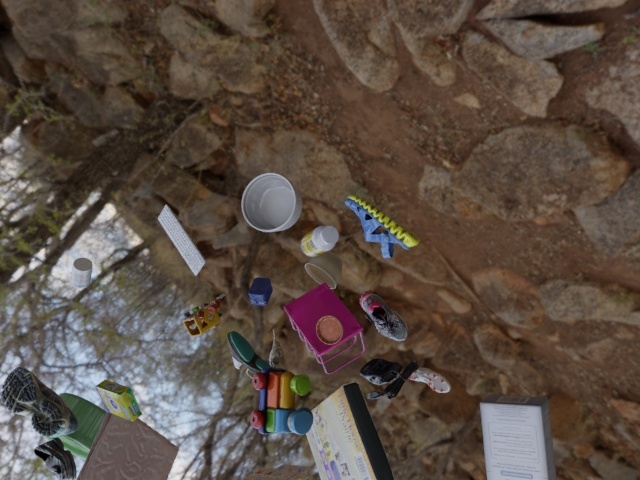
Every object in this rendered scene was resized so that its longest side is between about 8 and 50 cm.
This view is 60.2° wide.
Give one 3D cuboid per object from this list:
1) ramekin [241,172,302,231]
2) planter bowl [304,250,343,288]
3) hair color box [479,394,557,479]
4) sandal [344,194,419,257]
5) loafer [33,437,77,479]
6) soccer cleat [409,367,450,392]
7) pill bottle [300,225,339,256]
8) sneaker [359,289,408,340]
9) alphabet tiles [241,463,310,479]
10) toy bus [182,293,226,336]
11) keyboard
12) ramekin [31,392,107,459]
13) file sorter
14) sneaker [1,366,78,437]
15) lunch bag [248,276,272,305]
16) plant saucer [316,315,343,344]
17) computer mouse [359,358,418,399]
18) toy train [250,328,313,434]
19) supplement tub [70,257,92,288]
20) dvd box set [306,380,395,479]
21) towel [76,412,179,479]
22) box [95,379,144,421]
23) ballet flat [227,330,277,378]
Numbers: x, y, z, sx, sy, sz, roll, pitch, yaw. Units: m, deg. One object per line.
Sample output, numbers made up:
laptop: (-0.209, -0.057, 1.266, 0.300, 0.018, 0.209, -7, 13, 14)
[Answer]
ramekin: (-0.162, -0.127, 1.944, 0.207, 0.207, 0.109, 48, -170, 18)
planter bowl: (0.029, 0.114, 2.369, 0.162, 0.109, 0.162, 31, 156, 16)
hair color box: (0.617, 0.680, 1.709, 0.114, 0.186, 0.374, 0, -96, -58)
sandal: (0.204, -0.049, 2.049, 0.317, 0.138, 0.126, 42, -162, 17)
loafer: (-0.892, 0.746, 1.856, 0.084, 0.096, 0.268, -4, -175, -38)
soccer cleat: (0.405, 0.501, 2.017, 0.076, 0.068, 0.196, -2, -173, -38)
pill bottle: (0.000, 0.000, 2.194, 0.103, 0.103, 0.184, 47, 153, -7)
sneaker: (0.280, 0.349, 2.408, 0.299, 0.121, 0.112, 44, -175, -26)
alphabet tiles: (-0.189, 0.981, 2.278, 0.278, 0.284, 0.021, -9, -94, -50)
toy bus: (-0.476, 0.326, 2.335, 0.191, 0.202, 0.104, -130, 15, -82)
keyboard: (-0.456, -0.003, 1.806, 0.256, 0.072, 0.014, 52, -152, 20)
ramekin: (-0.936, 0.722, 2.141, 0.304, 0.148, 0.303, 17, 142, 13)
file sorter: (0.021, 0.360, 2.229, 0.290, 0.202, 0.182, 48, 160, 43)
sneaker: (-0.831, 0.487, 1.640, 0.283, 0.110, 0.122, 35, 169, 25)
lunch bag: (-0.212, 0.187, 1.965, 0.098, 0.067, 0.065, -67, -24, -43)
plant saucer: (0.028, 0.257, 1.588, 0.083, 0.083, 0.013, 48, -160, 16)
computer mouse: (0.210, 0.482, 1.877, 0.262, 0.184, 0.060, -15, 111, 54)
toy train: (-0.080, 0.329, 1.300, 0.105, 0.247, 0.143, 13, 163, -40)
supplement tub: (-0.900, 0.124, 2.083, 0.071, 0.107, 0.071, 16, -138, -15)
dvd box set: (0.072, 0.663, 1.785, 0.307, 0.062, 0.420, 68, 151, 24)
towel: (-0.645, 0.766, 1.849, 0.331, 0.054, 0.316, 54, -144, -34)
box: (-0.624, 0.501, 1.725, 0.179, 0.043, 0.105, -2, 113, 39)
ballet flat: (-0.275, 0.474, 2.138, 0.280, 0.096, 0.095, 44, -157, -3)
